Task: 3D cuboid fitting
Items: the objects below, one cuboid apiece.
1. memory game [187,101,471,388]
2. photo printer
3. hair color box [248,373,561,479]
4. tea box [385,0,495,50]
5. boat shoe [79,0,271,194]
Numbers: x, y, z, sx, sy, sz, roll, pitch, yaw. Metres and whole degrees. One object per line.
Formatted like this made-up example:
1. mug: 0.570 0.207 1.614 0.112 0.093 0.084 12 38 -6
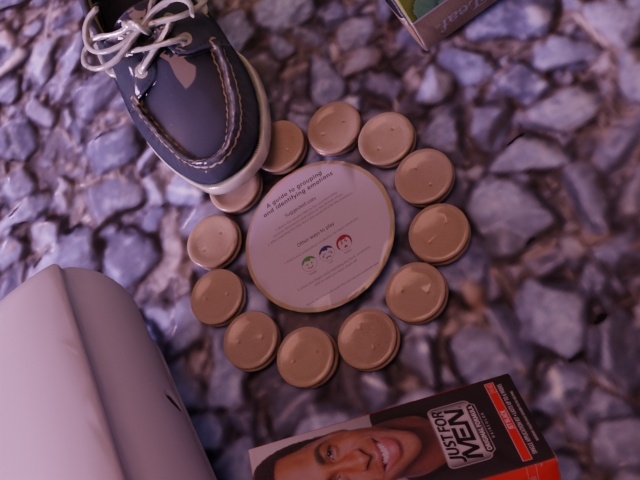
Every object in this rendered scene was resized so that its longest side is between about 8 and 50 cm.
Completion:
1. memory game: 0.000 0.000 0.620 0.186 0.012 0.186 -9 67 21
2. photo printer: -0.161 0.176 0.502 0.256 0.107 0.307 -44 34 3
3. hair color box: 0.040 0.119 0.497 0.141 0.043 0.072 -17 28 -2
4. tea box: 0.019 -0.348 0.569 0.220 0.323 0.329 -35 61 9
5. boat shoe: -0.110 -0.140 0.682 0.095 0.079 0.254 -30 59 10
